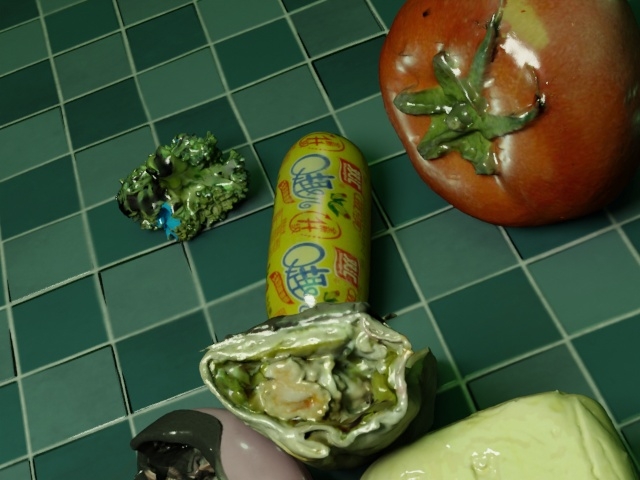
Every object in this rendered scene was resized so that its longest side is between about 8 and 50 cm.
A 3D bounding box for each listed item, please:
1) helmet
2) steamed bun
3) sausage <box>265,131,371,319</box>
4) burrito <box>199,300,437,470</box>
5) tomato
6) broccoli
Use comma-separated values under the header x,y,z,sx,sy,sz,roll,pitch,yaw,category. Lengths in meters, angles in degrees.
x,y,z,sx,sy,sz,roll,pitch,yaw,category
-0.079,0.264,1.162,0.253,0.198,0.154,20,32,29,helmet
0.171,0.281,1.077,0.273,0.166,0.232,-24,58,5,steamed bun
0.000,0.000,1.398,0.123,0.123,0.347,-7,48,12,sausage
0.025,0.158,1.150,0.190,0.332,0.135,-20,73,8,burrito
0.238,-0.191,1.359,0.273,0.341,0.341,-33,47,-31,tomato
-0.183,-0.077,1.505,0.167,0.160,0.154,22,87,20,broccoli
